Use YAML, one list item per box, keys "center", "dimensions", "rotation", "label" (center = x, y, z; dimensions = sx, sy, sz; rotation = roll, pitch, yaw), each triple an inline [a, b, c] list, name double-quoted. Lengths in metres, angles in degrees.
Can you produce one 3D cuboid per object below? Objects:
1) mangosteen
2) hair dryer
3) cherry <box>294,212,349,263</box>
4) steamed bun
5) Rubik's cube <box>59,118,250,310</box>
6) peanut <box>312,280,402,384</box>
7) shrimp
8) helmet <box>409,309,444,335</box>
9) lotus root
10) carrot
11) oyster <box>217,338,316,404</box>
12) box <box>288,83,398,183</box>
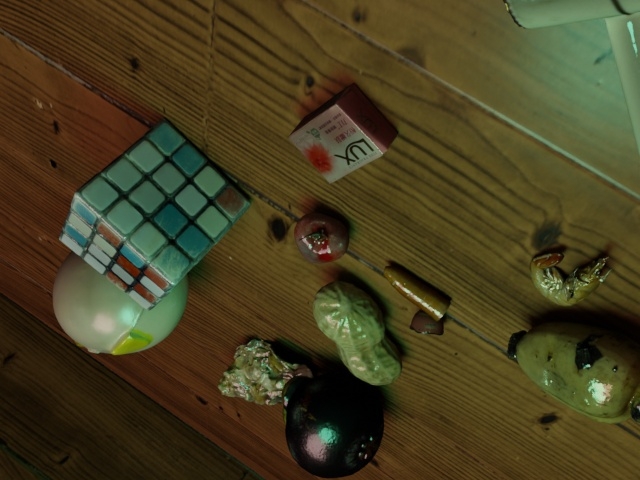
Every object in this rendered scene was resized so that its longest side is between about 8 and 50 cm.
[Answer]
- center: [0.010, 0.449, 1.640]
  dimensions: [0.302, 0.275, 0.275]
  rotation: [27, 149, 39]
  label: "mangosteen"
- center: [0.329, -0.192, 0.647]
  dimensions: [0.203, 0.128, 0.362]
  rotation: [3, 142, 41]
  label: "hair dryer"
- center: [-0.002, -0.006, 1.220]
  dimensions: [0.106, 0.087, 0.126]
  rotation: [37, 167, -13]
  label: "cherry"
- center: [-0.510, 0.131, 1.660]
  dimensions: [0.373, 0.334, 0.334]
  rotation: [-1, 132, 49]
  label: "steamed bun"
- center: [-0.346, -0.044, 1.341]
  dimensions: [0.256, 0.259, 0.253]
  rotation: [43, 147, -10]
  label: "Rubik's cube"
- center: [0.088, 0.203, 1.370]
  dimensions: [0.136, 0.120, 0.298]
  rotation: [11, 142, 43]
  label: "peanut"
- center: [0.373, 0.045, 0.976]
  dimensions: [0.095, 0.045, 0.162]
  rotation: [52, 157, 16]
  label: "shrimp"
- center: [0.207, 0.156, 1.258]
  dimensions: [0.065, 0.049, 0.084]
  rotation: [5, 177, -7]
  label: "helmet"
- center: [0.423, 0.200, 1.023]
  dimensions: [0.256, 0.140, 0.154]
  rotation: [22, 160, 41]
  label: "lotus root"
- center: [0.176, 0.094, 1.216]
  dimensions: [0.139, 0.048, 0.048]
  rotation: [36, 148, 7]
  label: "carrot"
- center: [-0.152, 0.390, 1.836]
  dimensions: [0.351, 0.115, 0.238]
  rotation: [-14, 124, 33]
  label: "oyster"
- center: [0.032, -0.162, 1.012]
  dimensions: [0.111, 0.060, 0.156]
  rotation: [44, 148, -14]
  label: "box"
